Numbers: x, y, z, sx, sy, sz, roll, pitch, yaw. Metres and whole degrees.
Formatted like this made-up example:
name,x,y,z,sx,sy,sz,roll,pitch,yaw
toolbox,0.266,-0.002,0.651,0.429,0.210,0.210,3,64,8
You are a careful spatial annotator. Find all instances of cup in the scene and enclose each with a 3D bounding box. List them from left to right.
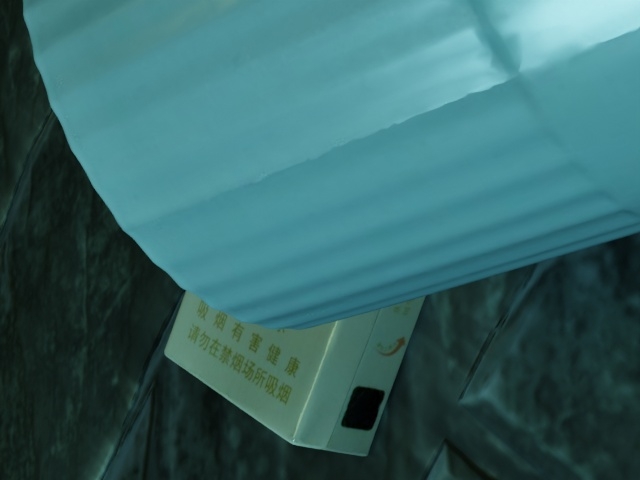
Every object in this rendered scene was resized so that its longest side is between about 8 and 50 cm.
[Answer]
name,x,y,z,sx,sy,sz,roll,pitch,yaw
cup,0.073,-0.149,0.548,0.311,0.257,0.331,-21,57,30

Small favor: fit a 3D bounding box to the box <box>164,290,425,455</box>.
name,x,y,z,sx,sy,sz,roll,pitch,yaw
box,0.000,0.000,0.778,0.141,0.058,0.201,29,99,49
